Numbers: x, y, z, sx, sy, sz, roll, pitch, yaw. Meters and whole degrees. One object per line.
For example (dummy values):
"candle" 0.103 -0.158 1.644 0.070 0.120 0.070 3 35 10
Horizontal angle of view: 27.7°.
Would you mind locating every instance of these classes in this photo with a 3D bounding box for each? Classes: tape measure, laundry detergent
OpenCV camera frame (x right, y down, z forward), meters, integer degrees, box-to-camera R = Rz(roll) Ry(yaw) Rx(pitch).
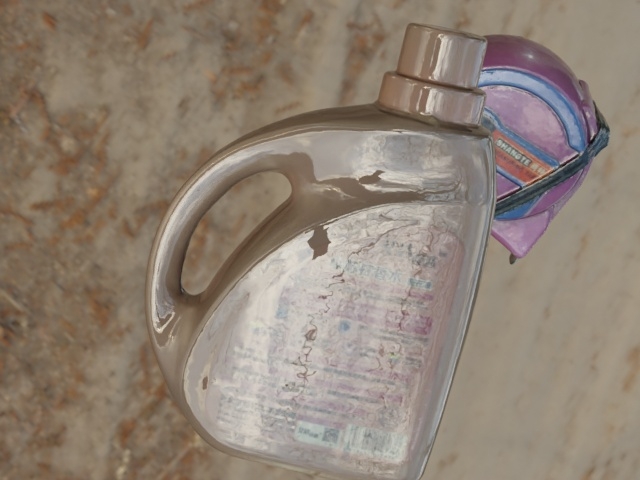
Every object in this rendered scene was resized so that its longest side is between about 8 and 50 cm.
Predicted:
"tape measure" 0.213 -0.124 1.579 0.245 0.232 0.149 -51 -171 26
"laundry detergent" 0.000 0.000 0.671 0.076 0.171 0.237 -78 180 -77
